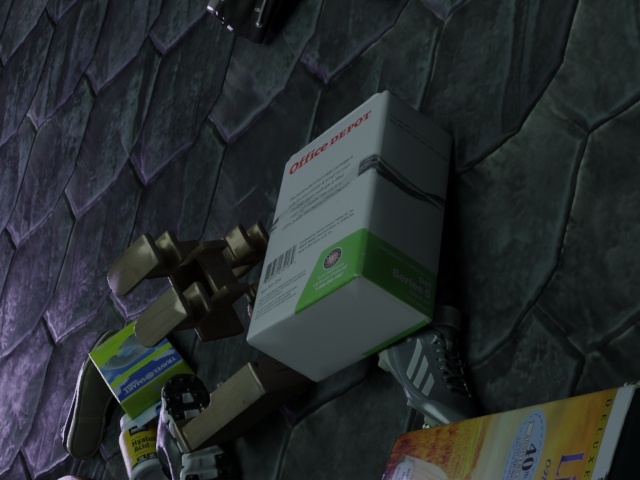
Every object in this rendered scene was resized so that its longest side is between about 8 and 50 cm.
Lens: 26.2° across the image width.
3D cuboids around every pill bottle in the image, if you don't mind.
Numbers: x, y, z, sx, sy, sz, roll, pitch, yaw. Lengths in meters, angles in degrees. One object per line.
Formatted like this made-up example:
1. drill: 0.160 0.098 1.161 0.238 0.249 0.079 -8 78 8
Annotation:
1. pill bottle: -0.243 0.290 1.902 0.065 0.065 0.116 -55 36 22

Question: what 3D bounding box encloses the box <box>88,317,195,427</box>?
1. box: -0.253 0.182 1.953 0.109 0.042 0.178 -36 34 -9

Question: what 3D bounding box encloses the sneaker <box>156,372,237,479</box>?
1. sneaker: -0.163 0.297 1.780 0.106 0.078 0.234 120 139 -55

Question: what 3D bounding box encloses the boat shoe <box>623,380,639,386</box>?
1. boat shoe: 0.268 0.174 1.198 0.302 0.109 0.094 -51 35 30

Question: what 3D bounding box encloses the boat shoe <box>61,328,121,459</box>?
1. boat shoe: -0.348 0.225 2.078 0.065 0.075 0.206 24 98 54

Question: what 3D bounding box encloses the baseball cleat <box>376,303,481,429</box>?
1. baseball cleat: 0.125 0.129 1.456 0.109 0.072 0.206 -59 37 10

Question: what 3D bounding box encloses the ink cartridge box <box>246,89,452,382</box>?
1. ink cartridge box: 0.037 -0.005 1.564 0.198 0.115 0.272 -33 35 42

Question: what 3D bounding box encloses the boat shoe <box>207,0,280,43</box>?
1. boat shoe: -0.032 -0.431 1.974 0.335 0.095 0.112 -50 2 21

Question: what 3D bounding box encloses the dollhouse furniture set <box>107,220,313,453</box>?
1. dollhouse furniture set: -0.142 0.117 1.723 0.161 0.212 0.242 -41 70 34

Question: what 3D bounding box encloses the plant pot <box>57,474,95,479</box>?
1. plant pot: -0.412 0.457 2.018 0.237 0.110 0.237 -29 52 45

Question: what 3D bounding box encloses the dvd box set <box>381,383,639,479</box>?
1. dvd box set: 0.132 0.295 1.173 0.420 0.062 0.307 -29 38 64
